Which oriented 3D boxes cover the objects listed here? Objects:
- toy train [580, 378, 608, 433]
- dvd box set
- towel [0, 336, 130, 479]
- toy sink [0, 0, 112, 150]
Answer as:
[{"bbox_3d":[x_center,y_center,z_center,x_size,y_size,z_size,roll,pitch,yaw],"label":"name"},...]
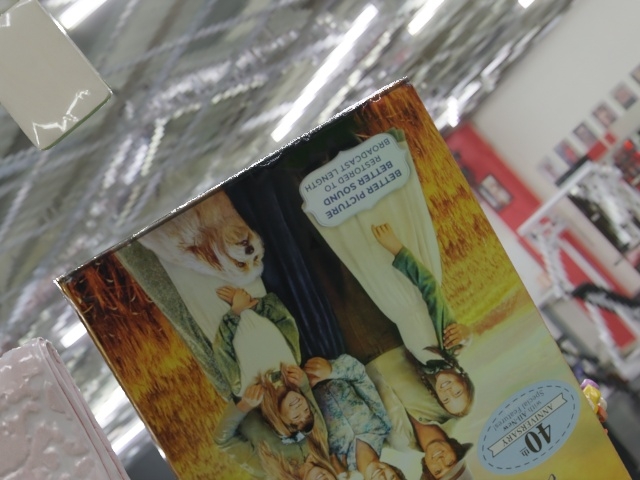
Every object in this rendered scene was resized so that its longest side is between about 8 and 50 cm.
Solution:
[{"bbox_3d":[0.267,0.214,1.256,0.125,0.046,0.166,-57,-12,9],"label":"toy train"},{"bbox_3d":[0.037,0.131,0.896,0.308,0.420,0.062,-30,6,-13],"label":"dvd box set"},{"bbox_3d":[-0.367,0.319,1.288,0.332,0.317,0.053,-30,-1,5],"label":"towel"},{"bbox_3d":[-0.451,-0.261,1.948,0.153,0.234,0.131,-41,-13,-2],"label":"toy sink"}]
